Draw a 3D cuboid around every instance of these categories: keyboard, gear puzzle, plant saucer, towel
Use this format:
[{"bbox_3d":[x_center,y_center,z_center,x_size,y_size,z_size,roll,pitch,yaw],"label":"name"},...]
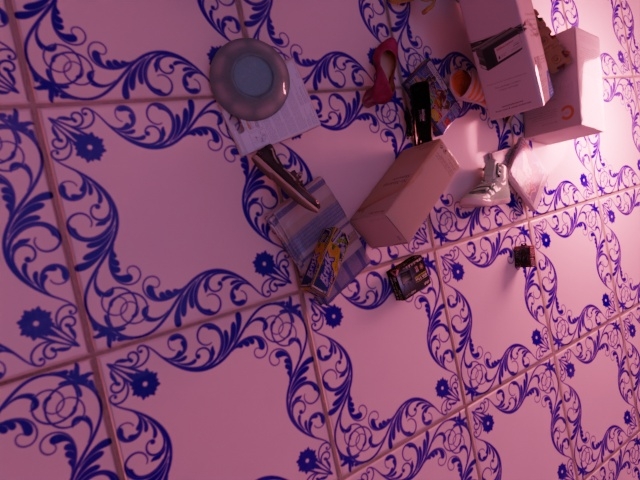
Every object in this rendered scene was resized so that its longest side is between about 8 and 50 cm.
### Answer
[{"bbox_3d":[0.286,-0.374,1.576,0.100,0.038,0.192,-18,109,-29],"label":"keyboard"},{"bbox_3d":[0.708,-0.697,1.832,0.339,0.175,0.044,63,17,14],"label":"gear puzzle"},{"bbox_3d":[-0.161,-0.381,1.233,0.195,0.037,0.195,-1,94,-19],"label":"plant saucer"},{"bbox_3d":[0.000,0.000,1.352,0.209,0.034,0.285,-41,109,-30],"label":"towel"}]

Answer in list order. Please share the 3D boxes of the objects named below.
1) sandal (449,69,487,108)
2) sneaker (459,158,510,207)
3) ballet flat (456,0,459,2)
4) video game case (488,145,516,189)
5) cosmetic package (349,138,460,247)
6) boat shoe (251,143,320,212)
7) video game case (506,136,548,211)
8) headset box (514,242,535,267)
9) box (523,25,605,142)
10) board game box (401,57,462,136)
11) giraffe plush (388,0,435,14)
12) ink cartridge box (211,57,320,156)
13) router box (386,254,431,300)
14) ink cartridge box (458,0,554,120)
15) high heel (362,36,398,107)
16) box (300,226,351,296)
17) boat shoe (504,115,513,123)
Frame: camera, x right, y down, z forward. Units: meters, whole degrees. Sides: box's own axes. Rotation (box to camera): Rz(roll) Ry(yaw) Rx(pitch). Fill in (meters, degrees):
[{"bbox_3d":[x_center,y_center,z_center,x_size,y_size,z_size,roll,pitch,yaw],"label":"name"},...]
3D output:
[{"bbox_3d":[0.534,-0.504,1.737,0.265,0.076,0.102,8,81,-33],"label":"sandal"},{"bbox_3d":[0.521,-0.183,1.687,0.256,0.094,0.151,-12,98,-44],"label":"sneaker"},{"bbox_3d":[0.431,-0.826,1.665,0.247,0.083,0.087,17,79,-51],"label":"ballet flat"},{"bbox_3d":[0.652,-0.248,1.829,0.157,0.019,0.143,-20,97,-35],"label":"video game case"},{"bbox_3d":[0.235,-0.129,1.450,0.113,0.160,0.309,49,61,-20],"label":"cosmetic package"},{"bbox_3d":[-0.070,-0.150,1.260,0.206,0.075,0.065,41,79,0],"label":"boat shoe"},{"bbox_3d":[0.732,-0.234,1.859,0.201,0.023,0.183,43,61,-26],"label":"video game case"},{"bbox_3d":[0.704,0.051,1.812,0.032,0.062,0.083,0,86,-35],"label":"headset box"},{"bbox_3d":[0.863,-0.542,1.882,0.168,0.215,0.345,2,85,-35],"label":"box"},{"bbox_3d":[0.348,-0.443,1.630,0.201,0.035,0.136,51,61,-20],"label":"board game box"},{"bbox_3d":[0.295,-0.806,1.565,0.210,0.181,0.170,18,54,-21],"label":"giraffe plush"},{"bbox_3d":[-0.134,-0.325,1.293,0.225,0.056,0.181,-26,101,-14],"label":"ink cartridge box"},{"bbox_3d":[0.255,0.107,1.513,0.122,0.038,0.092,-28,102,-33],"label":"router box"},{"bbox_3d":[0.585,-0.605,1.639,0.285,0.166,0.395,-36,110,-54],"label":"ink cartridge box"},{"bbox_3d":[0.195,-0.487,1.478,0.082,0.117,0.244,36,67,-26],"label":"high heel"},{"bbox_3d":[0.013,0.053,1.303,0.059,0.054,0.169,33,67,-29],"label":"box"},{"bbox_3d":[0.672,-0.467,1.851,0.043,0.049,0.137,26,68,15],"label":"boat shoe"}]
